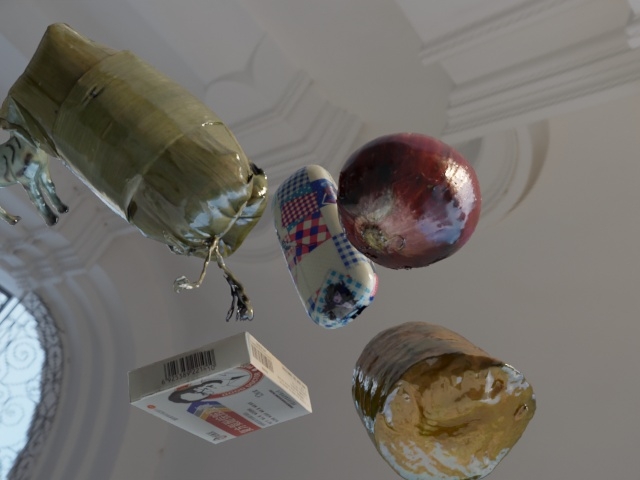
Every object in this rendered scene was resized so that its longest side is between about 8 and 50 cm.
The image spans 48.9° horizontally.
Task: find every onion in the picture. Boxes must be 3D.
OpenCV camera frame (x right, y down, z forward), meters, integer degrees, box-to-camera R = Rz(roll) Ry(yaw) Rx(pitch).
[{"bbox_3d":[0.075,-0.034,0.628,0.131,0.131,0.131,-32,-151,21],"label":"onion"}]

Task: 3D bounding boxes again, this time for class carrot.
[{"bbox_3d":[0.186,0.263,1.138,0.241,0.241,0.340,-45,-168,-3],"label":"carrot"}]

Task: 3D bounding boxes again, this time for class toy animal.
[{"bbox_3d":[-0.449,-0.098,1.066,0.255,0.170,0.090,-31,-164,19],"label":"toy animal"}]

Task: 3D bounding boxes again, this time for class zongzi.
[{"bbox_3d":[-0.156,-0.070,0.949,0.447,0.418,0.181,40,-86,20],"label":"zongzi"}]

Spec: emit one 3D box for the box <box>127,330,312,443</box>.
[{"bbox_3d":[-0.165,0.278,1.269,0.214,0.353,0.069,-20,-122,7],"label":"box"}]

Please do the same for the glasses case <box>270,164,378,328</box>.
[{"bbox_3d":[0.000,0.000,1.145,0.125,0.076,0.327,-37,-135,16],"label":"glasses case"}]
